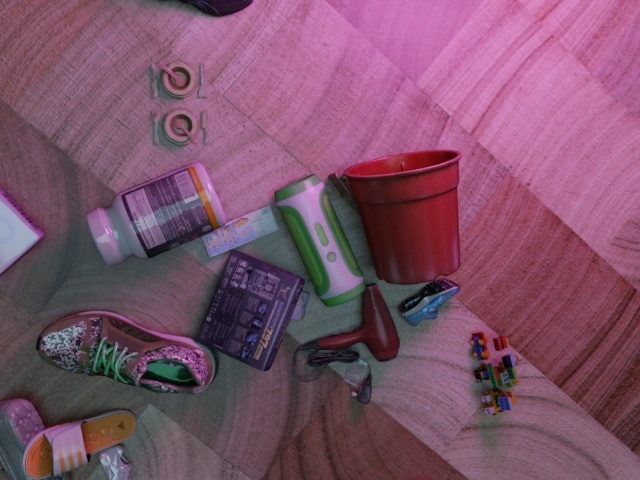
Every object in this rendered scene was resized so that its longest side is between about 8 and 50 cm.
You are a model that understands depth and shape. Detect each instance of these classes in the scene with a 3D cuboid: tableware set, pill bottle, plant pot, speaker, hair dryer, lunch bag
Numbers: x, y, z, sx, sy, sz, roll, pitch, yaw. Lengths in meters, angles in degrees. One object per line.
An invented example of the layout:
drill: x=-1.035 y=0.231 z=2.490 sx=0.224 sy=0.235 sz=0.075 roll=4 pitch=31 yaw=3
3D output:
tableware set: x=-0.324 y=-0.317 z=1.706 sx=0.128 sy=0.039 sz=0.194 roll=-3 pitch=95 yaw=-10
pill bottle: x=-0.364 y=-0.055 z=1.657 sx=0.278 sy=0.162 sz=0.162 roll=-23 pitch=98 yaw=-7
plant pot: x=0.209 y=-0.053 z=1.722 sx=0.272 sy=0.272 sz=0.265 roll=-13 pitch=104 yaw=-9
speaker: x=0.000 y=0.000 z=1.743 sx=0.131 sy=0.131 sz=0.297 roll=-25 pitch=98 yaw=-8
hair dryer: x=0.083 y=0.241 z=1.801 sx=0.223 sy=0.080 sz=0.294 roll=26 pitch=89 yaw=-10
lunch bag: x=-0.068 y=0.151 z=1.780 sx=0.083 sy=0.053 sz=0.071 roll=14 pitch=91 yaw=-36

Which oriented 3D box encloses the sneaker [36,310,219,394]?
sneaker: x=-0.426 y=0.261 z=1.657 sx=0.410 sy=0.182 sz=0.158 roll=12 pitch=92 yaw=-11

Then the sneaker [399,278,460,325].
sneaker: x=0.276 y=0.156 z=1.849 sx=0.162 sy=0.063 sz=0.073 roll=-30 pitch=116 yaw=-3

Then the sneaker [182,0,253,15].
sneaker: x=-0.277 y=-0.569 z=1.664 sx=0.267 sy=0.106 sz=0.101 roll=4 pitch=92 yaw=-12

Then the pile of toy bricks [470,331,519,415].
pile of toy bricks: x=0.462 y=0.327 z=1.875 sx=0.105 sy=0.118 sz=0.212 roll=-10 pitch=87 yaw=-41

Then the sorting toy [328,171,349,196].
sorting toy: x=0.049 y=-0.135 z=1.765 sx=0.012 sy=0.083 sz=0.062 roll=-35 pitch=99 yaw=-16

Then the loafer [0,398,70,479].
loafer: x=-0.659 y=0.508 z=1.683 sx=0.111 sy=0.112 sz=0.320 roll=-13 pitch=99 yaw=27

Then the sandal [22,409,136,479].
sandal: x=-0.528 y=0.447 z=1.659 sx=0.265 sy=0.076 sz=0.102 roll=-19 pitch=97 yaw=-35

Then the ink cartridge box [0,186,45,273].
ink cartridge box: x=-0.851 y=0.005 z=1.608 sx=0.385 sy=0.091 sz=0.308 roll=-43 pitch=100 yaw=-6

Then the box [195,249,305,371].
box: x=-0.162 y=0.162 z=1.726 sx=0.183 sy=0.059 sz=0.233 roll=21 pitch=91 yaw=16

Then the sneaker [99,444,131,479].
sneaker: x=-0.469 y=0.552 z=1.737 sx=0.061 sy=0.053 sz=0.152 roll=-16 pitch=96 yaw=-12

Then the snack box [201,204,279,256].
snack box: x=-0.191 y=-0.022 z=1.760 sx=0.178 sy=0.022 sz=0.064 roll=-22 pitch=99 yaw=-8
